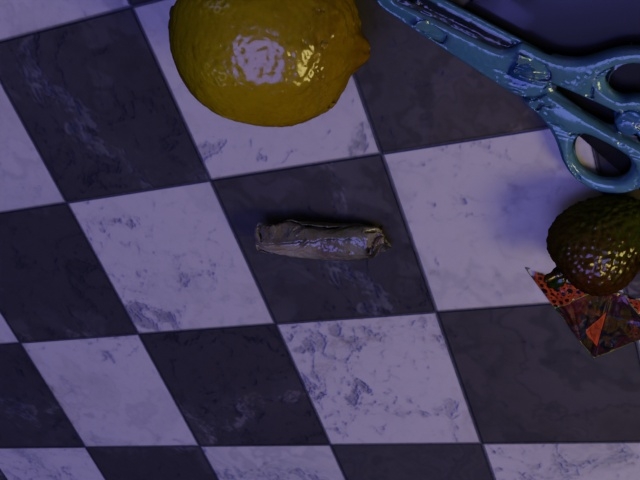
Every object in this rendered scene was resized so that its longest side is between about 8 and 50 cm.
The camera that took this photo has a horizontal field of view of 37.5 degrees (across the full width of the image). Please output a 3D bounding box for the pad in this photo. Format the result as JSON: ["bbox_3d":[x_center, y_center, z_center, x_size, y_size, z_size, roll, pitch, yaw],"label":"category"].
[{"bbox_3d":[0.349,-0.194,0.983,0.367,0.007,0.247,39,129,-9],"label":"pad"}]

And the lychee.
[{"bbox_3d":[0.316,0.009,1.080,0.146,0.114,0.114,-38,106,17],"label":"lychee"}]

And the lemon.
[{"bbox_3d":[-0.060,-0.218,1.008,0.231,0.192,0.192,14,129,12],"label":"lemon"}]

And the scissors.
[{"bbox_3d":[0.233,-0.181,1.013,0.393,0.032,0.180,30,130,-1],"label":"scissors"}]

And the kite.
[{"bbox_3d":[0.362,0.108,1.203,0.222,0.008,0.125,13,131,13],"label":"kite"}]

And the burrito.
[{"bbox_3d":[0.000,-0.002,1.243,0.188,0.045,0.058,5,152,16],"label":"burrito"}]
